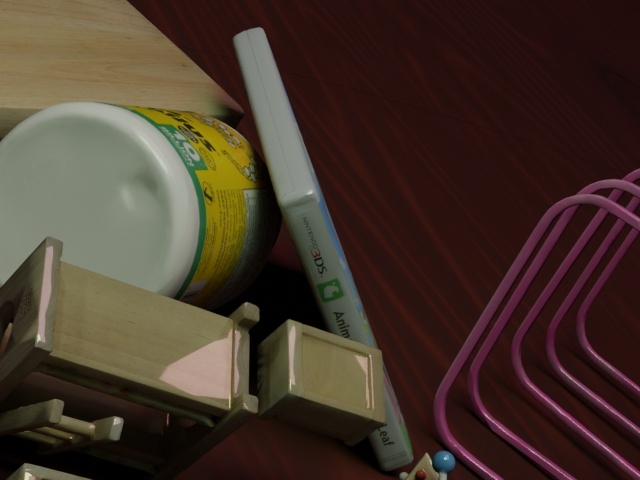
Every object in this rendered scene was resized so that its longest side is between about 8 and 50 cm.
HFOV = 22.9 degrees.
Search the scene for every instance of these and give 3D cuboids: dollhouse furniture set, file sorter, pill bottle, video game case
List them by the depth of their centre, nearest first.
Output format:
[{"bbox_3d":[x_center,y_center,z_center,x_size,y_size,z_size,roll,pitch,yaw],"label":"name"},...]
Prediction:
[{"bbox_3d":[-0.072,0.115,0.720,0.182,0.101,0.161,21,49,-27],"label":"dollhouse furniture set"},{"bbox_3d":[-0.091,-0.014,0.859,0.117,0.118,0.208,37,11,11],"label":"pill bottle"},{"bbox_3d":[0.000,0.000,0.933,0.212,0.023,0.193,-107,177,-58],"label":"video game case"},{"bbox_3d":[0.228,0.068,1.025,0.182,0.202,0.290,37,22,19],"label":"file sorter"}]

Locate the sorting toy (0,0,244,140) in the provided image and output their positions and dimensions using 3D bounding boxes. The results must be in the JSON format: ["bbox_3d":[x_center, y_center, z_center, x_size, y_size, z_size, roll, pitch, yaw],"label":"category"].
[{"bbox_3d":[-0.221,-0.119,0.963,0.255,0.089,0.257,43,24,24],"label":"sorting toy"}]

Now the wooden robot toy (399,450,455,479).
[{"bbox_3d":[0.061,0.181,0.777,0.079,0.076,0.173,-21,47,-19],"label":"wooden robot toy"}]
